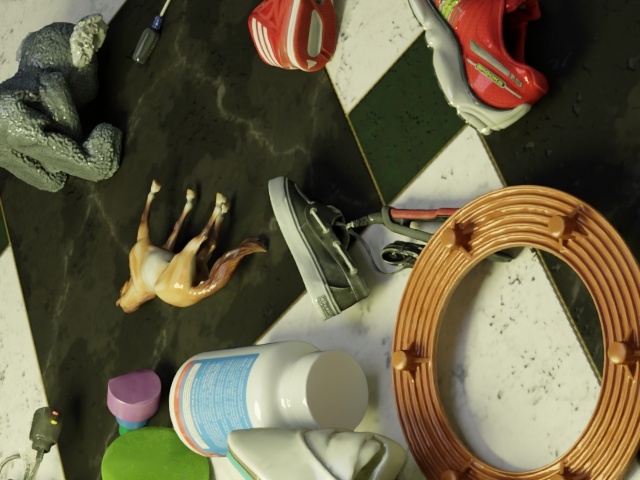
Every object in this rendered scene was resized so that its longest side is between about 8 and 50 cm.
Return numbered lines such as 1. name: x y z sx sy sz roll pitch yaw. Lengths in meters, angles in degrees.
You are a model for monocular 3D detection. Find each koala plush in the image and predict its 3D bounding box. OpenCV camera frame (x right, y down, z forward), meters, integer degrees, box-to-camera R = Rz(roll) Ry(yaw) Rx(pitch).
1. koala plush: -0.376 -0.212 2.313 0.196 0.203 0.221 -7 60 48

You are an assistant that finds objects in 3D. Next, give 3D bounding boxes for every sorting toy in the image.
1. sorting toy: -0.195 0.326 1.981 0.126 0.127 0.366 101 156 -44

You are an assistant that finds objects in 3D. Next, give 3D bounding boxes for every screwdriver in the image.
1. screwdriver: -0.215 -0.319 2.272 0.024 0.025 0.170 36 106 49

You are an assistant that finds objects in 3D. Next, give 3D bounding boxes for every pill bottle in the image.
1. pill bottle: -0.055 0.174 1.824 0.221 0.124 0.124 -11 69 49

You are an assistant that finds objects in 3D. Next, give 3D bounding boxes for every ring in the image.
1. ring: 0.182 0.113 1.600 0.336 0.032 0.337 -9 78 47

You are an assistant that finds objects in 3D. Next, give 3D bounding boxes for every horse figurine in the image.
1. horse figurine: -0.176 0.020 2.072 0.263 0.066 0.174 14 82 54

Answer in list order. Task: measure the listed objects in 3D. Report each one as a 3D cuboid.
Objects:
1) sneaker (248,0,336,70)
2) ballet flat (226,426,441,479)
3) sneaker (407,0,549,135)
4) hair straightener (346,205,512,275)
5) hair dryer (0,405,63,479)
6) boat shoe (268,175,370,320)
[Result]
1. sneaker: -0.035 -0.315 2.007 0.128 0.087 0.221 7 81 50
2. ballet flat: 0.070 0.269 1.622 0.400 0.139 0.139 39 107 37
3. sneaker: 0.170 -0.236 1.747 0.118 0.107 0.279 -29 57 19
4. hair straightener: 0.108 0.007 1.745 0.230 0.047 0.089 6 82 45
5. hair dryer: -0.364 0.385 2.180 0.223 0.080 0.294 126 145 -49
6. boat shoe: 0.000 0.000 1.871 0.070 0.078 0.219 -25 47 1
